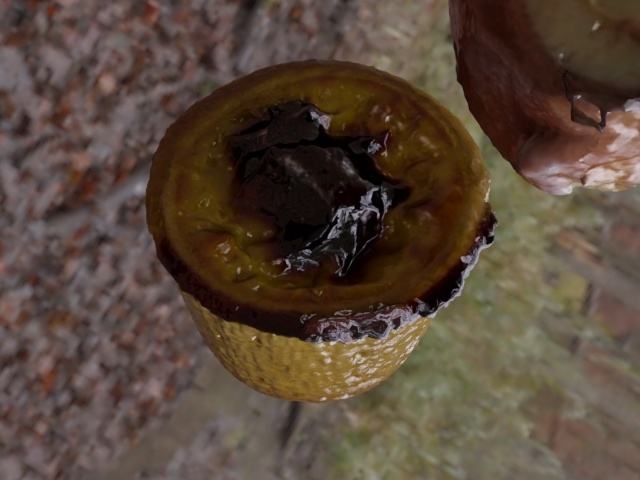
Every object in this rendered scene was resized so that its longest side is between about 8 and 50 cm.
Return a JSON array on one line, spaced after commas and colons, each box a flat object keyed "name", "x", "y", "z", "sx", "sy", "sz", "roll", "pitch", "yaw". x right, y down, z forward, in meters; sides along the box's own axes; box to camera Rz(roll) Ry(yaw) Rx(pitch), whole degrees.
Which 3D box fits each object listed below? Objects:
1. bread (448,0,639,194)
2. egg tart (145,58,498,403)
[{"name": "bread", "x": 0.160, "y": -0.136, "z": 0.794, "sx": 0.123, "sy": 0.190, "sz": 0.244, "roll": 85, "pitch": 23, "yaw": -64}, {"name": "egg tart", "x": 0.000, "y": 0.000, "z": 0.960, "sx": 0.215, "sy": 0.215, "sz": 0.171, "roll": -54, "pitch": 162, "yaw": -28}]
